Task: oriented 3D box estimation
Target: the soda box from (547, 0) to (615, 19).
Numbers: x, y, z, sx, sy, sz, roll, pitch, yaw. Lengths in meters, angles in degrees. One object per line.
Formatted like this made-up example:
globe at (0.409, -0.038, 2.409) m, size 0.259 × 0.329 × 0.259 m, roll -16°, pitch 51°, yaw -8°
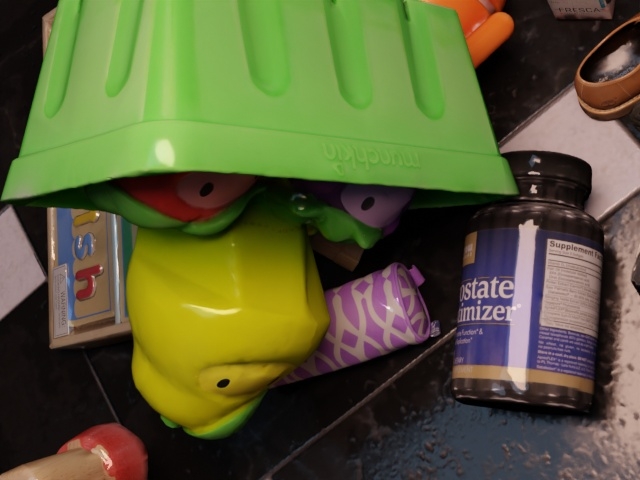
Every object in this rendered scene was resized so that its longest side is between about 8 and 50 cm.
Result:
soda box at (0.264, -0.310, 0.948) m, size 0.058 × 0.063 × 0.183 m, roll 6°, pitch 79°, yaw 26°

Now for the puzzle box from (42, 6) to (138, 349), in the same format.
puzzle box at (-0.207, -0.098, 1.056) m, size 0.272 × 0.052 × 0.409 m, roll -16°, pitch 73°, yaw 42°

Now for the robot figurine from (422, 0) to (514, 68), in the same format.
robot figurine at (0.102, -0.212, 0.964) m, size 0.128 × 0.158 × 0.219 m, roll 30°, pitch 91°, yaw -13°

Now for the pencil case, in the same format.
pencil case at (0.007, 0.083, 0.957) m, size 0.206 × 0.086 × 0.088 m, roll -18°, pitch 35°, yaw 18°

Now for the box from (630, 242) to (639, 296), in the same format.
box at (0.366, 0.053, 0.735) m, size 0.232 × 0.183 × 0.059 m, roll 16°, pitch 84°, yaw 27°

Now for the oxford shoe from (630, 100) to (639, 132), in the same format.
oxford shoe at (0.387, -0.130, 0.844) m, size 0.227 × 0.083 × 0.096 m, roll -4°, pitch 57°, yaw 24°

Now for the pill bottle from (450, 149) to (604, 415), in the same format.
pill bottle at (0.185, 0.038, 0.860) m, size 0.122 × 0.123 × 0.219 m, roll 1°, pitch 76°, yaw 26°

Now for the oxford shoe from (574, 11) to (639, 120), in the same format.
oxford shoe at (0.324, -0.193, 0.883) m, size 0.212 × 0.076 × 0.076 m, roll -39°, pitch 62°, yaw 10°

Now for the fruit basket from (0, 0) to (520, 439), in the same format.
fruit basket at (-0.051, -0.012, 0.788) m, size 0.283 × 0.392 × 0.392 m, roll -5°, pitch 73°, yaw 49°

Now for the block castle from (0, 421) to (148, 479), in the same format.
block castle at (-0.239, 0.429, 0.915) m, size 0.303 × 0.213 × 0.453 m, roll 35°, pitch 99°, yaw 17°

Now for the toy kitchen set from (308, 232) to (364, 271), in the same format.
toy kitchen set at (0.000, 0.000, 1.015) m, size 0.083 × 0.075 × 0.068 m, roll 29°, pitch 47°, yaw -3°
